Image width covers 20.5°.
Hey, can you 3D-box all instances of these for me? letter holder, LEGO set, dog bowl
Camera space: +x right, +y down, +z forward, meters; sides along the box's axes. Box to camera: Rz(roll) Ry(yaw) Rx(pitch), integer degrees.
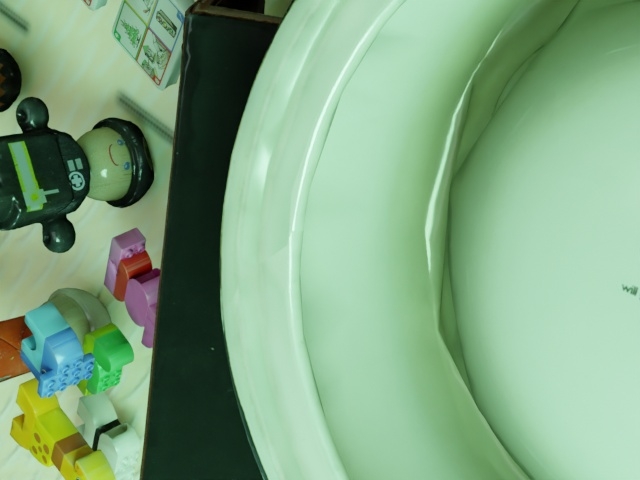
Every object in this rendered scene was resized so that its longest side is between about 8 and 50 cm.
[{"bbox_3d":[0.000,0.000,1.022,0.152,0.214,0.302,9,111,4],"label":"letter holder"},{"bbox_3d":[-0.103,-0.221,0.978,0.182,0.060,0.244,48,148,12],"label":"LEGO set"},{"bbox_3d":[-0.143,0.111,1.146,0.093,0.087,0.227,49,145,25],"label":"LEGO set"},{"bbox_3d":[0.164,0.023,0.744,0.408,0.150,0.408,7,102,32],"label":"dog bowl"}]

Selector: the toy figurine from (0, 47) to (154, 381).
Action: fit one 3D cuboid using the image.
[{"bbox_3d":[-0.228,-0.019,1.194,0.209,0.148,0.213,35,124,34],"label":"toy figurine"}]
